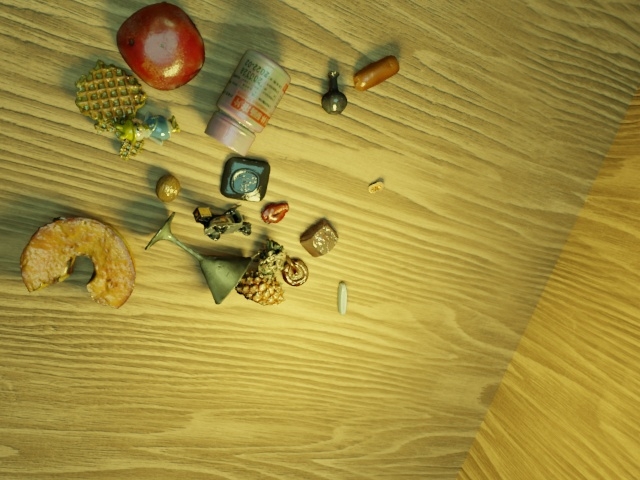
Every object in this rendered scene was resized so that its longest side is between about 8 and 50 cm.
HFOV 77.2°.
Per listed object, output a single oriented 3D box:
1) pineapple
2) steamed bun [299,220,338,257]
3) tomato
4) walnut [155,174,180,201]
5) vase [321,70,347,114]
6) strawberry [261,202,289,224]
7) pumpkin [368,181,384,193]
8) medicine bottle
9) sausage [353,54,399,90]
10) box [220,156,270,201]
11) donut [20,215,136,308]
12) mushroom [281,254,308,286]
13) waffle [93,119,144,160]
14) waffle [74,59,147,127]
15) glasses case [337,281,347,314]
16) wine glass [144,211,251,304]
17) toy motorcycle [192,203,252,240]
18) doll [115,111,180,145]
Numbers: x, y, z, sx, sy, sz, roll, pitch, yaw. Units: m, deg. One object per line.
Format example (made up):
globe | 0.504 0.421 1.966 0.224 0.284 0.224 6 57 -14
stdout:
pineapple | -0.244 0.134 1.880 0.263 0.262 0.271 17 100 -19
steamed bun | 0.000 0.000 1.987 0.175 0.106 0.145 -41 112 -3
tomato | -0.621 -0.764 1.574 0.338 0.143 0.338 -4 109 -13
walnut | -0.666 -0.224 1.746 0.105 0.105 0.124 25 102 -20
vase | 0.060 -0.668 1.810 0.120 0.120 0.182 -4 92 -14
strawberry | -0.217 -0.131 1.921 0.152 0.048 0.104 -32 115 -1
pumpkin | 0.279 -0.269 2.025 0.083 0.028 0.050 -19 109 0
medicine bottle | -0.307 -0.567 1.674 0.219 0.219 0.388 30 96 -21
sausage | 0.256 -0.768 1.839 0.238 0.098 0.098 -29 111 -7
box | -0.344 -0.279 1.845 0.213 0.042 0.201 8 106 -17
donut | -0.992 0.079 1.714 0.435 0.163 0.377 23 97 -18
mushroom | -0.134 0.148 2.010 0.135 0.080 0.170 -29 111 -19
waffle | -0.827 -0.434 1.662 0.149 0.051 0.194 -27 112 -10
waffle | -0.839 -0.578 1.594 0.243 0.059 0.237 29 85 -16
glasses case | 0.115 0.309 2.130 0.045 0.067 0.178 -3 107 -12
wine glass | -0.546 0.073 1.788 0.406 0.267 0.267 37 94 -19
toy motorcycle | -0.422 -0.083 1.794 0.263 0.157 0.091 -6 155 -49
doll | -0.703 -0.453 1.637 0.241 0.099 0.135 -20 116 -37
